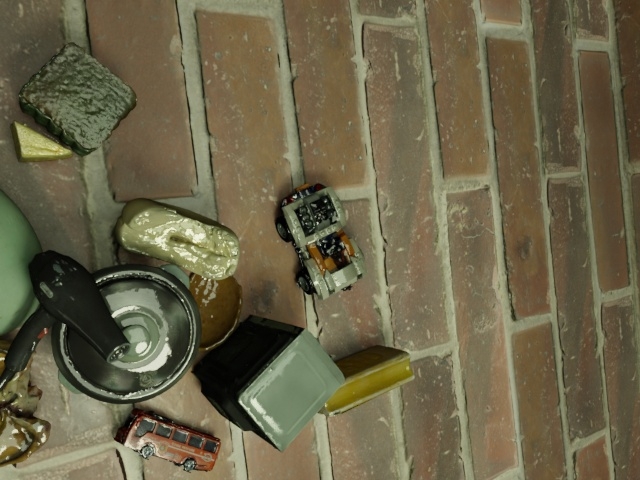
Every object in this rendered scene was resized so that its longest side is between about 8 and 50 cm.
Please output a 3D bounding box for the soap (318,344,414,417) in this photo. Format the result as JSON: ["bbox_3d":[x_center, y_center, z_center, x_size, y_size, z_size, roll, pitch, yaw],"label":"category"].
[{"bbox_3d":[0.090,0.363,1.449,0.274,0.173,0.089,-15,95,-30],"label":"soap"}]

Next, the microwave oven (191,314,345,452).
[{"bbox_3d":[-0.132,0.300,1.249,0.237,0.295,0.181,-43,110,-24],"label":"microwave oven"}]

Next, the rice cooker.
[{"bbox_3d":[-0.384,0.172,1.100,0.316,0.317,0.264,-46,108,-23],"label":"rice cooker"}]

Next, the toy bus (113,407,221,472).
[{"bbox_3d":[-0.344,0.459,1.257,0.235,0.073,0.096,33,64,-26],"label":"toy bus"}]

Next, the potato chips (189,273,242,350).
[{"bbox_3d":[-0.264,0.162,1.304,0.150,0.049,0.201,11,72,-14],"label":"potato chips"}]

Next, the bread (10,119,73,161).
[{"bbox_3d":[-0.565,-0.205,1.126,0.109,0.084,0.080,-10,96,-30],"label":"bread"}]

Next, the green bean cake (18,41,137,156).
[{"bbox_3d":[-0.507,-0.289,1.157,0.181,0.094,0.173,40,70,-23],"label":"green bean cake"}]

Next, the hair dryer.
[{"bbox_3d":[-0.456,0.177,0.932,0.235,0.091,0.271,44,101,17],"label":"hair dryer"}]

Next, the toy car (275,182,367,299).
[{"bbox_3d":[0.000,-0.001,1.440,0.193,0.118,0.301,-25,100,-26],"label":"toy car"}]

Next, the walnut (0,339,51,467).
[{"bbox_3d":[-0.631,0.302,1.050,0.204,0.141,0.238,-10,95,-18],"label":"walnut"}]

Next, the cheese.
[{"bbox_3d":[-0.307,-0.006,1.198,0.266,0.233,0.127,19,89,-26],"label":"cheese"}]

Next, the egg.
[{"bbox_3d":[-0.661,0.008,0.955,0.389,0.276,0.276,49,67,-17],"label":"egg"}]
